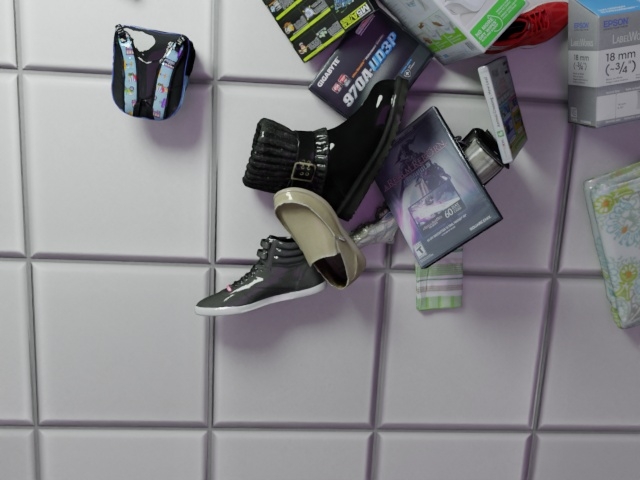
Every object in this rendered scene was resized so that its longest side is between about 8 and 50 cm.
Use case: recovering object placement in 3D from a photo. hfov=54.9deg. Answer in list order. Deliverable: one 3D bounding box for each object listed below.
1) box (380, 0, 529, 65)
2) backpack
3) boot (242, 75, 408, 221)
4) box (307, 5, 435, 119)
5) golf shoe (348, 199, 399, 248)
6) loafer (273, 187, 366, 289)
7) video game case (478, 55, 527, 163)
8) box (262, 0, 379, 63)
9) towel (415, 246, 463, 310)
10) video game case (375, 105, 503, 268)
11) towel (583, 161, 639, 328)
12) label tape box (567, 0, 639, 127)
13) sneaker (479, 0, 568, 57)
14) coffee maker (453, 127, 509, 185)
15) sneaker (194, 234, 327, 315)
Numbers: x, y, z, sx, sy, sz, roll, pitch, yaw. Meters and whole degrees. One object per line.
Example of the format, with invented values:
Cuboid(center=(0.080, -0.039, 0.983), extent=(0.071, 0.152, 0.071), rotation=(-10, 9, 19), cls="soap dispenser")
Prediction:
Cuboid(center=(0.231, -0.467, 1.182), extent=(0.231, 0.262, 0.127), rotation=(42, 95, -10), cls="box")
Cuboid(center=(-0.337, -0.331, 1.239), extent=(0.158, 0.117, 0.173), rotation=(7, 100, -6), cls="backpack")
Cuboid(center=(0.003, -0.209, 1.244), extent=(0.260, 0.131, 0.348), rotation=(22, 120, -9), cls="boot")
Cuboid(center=(0.106, -0.357, 1.301), extent=(0.175, 0.051, 0.220), rotation=(36, 97, -11), cls="box")
Cuboid(center=(0.126, -0.011, 1.369), extent=(0.176, 0.069, 0.086), rotation=(-40, 108, 6), cls="golf shoe")
Cuboid(center=(0.000, 0.000, 1.280), extent=(0.102, 0.092, 0.268), rotation=(-27, 120, 35), cls="loafer")
Cuboid(center=(0.379, -0.275, 1.269), extent=(0.023, 0.212, 0.193), rotation=(-12, 104, 30), cls="video game case")
Cuboid(center=(-0.009, -0.485, 1.229), extent=(0.190, 0.045, 0.184), rotation=(-29, 105, 32), cls="box")
Cuboid(center=(0.275, 0.086, 1.421), extent=(0.113, 0.023, 0.152), rotation=(-4, 102, -3), cls="towel")
Cuboid(center=(0.224, -0.108, 1.266), extent=(0.196, 0.026, 0.274), rotation=(-37, 69, 31), cls="video game case")
Cuboid(center=(0.793, -0.015, 1.411), extent=(0.320, 0.090, 0.375), rotation=(-19, 102, 3), cls="towel")
Cuboid(center=(0.646, -0.421, 1.275), extent=(0.240, 0.106, 0.334), rotation=(-12, 109, -9), cls="label tape box")
Cuboid(center=(0.437, -0.438, 1.271), extent=(0.221, 0.128, 0.087), rotation=(-25, 102, 1), cls="sneaker")
Cuboid(center=(0.310, -0.141, 1.323), extent=(0.178, 0.171, 0.120), rotation=(-45, 76, 26), cls="coffee maker")
Cuboid(center=(-0.142, 0.070, 1.349), extent=(0.295, 0.104, 0.147), rotation=(-14, 101, -7), cls="sneaker")
